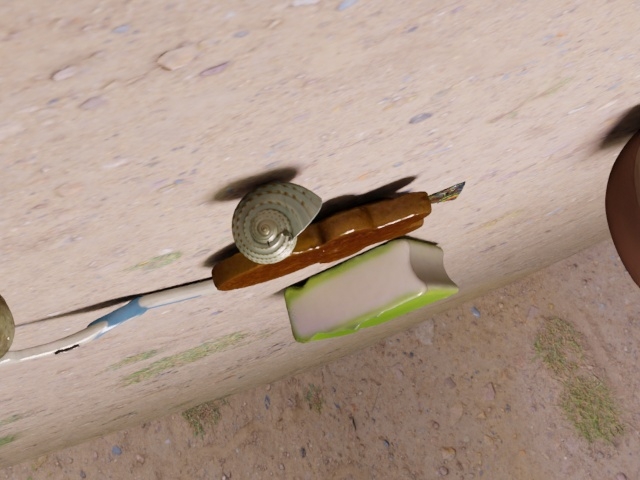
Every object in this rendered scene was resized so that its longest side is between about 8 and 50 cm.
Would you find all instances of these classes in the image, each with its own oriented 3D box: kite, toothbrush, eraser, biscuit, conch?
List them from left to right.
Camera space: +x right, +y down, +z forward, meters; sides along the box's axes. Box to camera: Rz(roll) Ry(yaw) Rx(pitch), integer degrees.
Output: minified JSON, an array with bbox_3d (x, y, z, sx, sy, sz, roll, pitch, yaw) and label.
[{"bbox_3d":[-0.200,0.079,1.123,0.386,0.040,0.040,-13,167,-45],"label":"toothbrush"},{"bbox_3d":[-0.038,-0.020,0.880,0.076,0.056,0.085,-40,-161,6],"label":"conch"},{"bbox_3d":[0.000,0.000,1.130,0.236,0.039,0.180,-20,173,-7],"label":"biscuit"},{"bbox_3d":[0.077,0.077,1.594,0.210,0.092,0.274,-24,172,16],"label":"eraser"},{"bbox_3d":[0.137,-0.048,1.274,0.090,0.004,0.122,-30,168,35],"label":"kite"}]

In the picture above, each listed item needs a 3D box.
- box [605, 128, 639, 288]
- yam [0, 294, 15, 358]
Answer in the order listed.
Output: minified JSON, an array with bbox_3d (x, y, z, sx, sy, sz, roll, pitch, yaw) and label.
[{"bbox_3d":[0.480,-0.040,1.292,0.301,0.301,0.216,-21,179,-6],"label":"box"},{"bbox_3d":[-0.267,0.059,0.758,0.069,0.070,0.146,-23,172,8],"label":"yam"}]
